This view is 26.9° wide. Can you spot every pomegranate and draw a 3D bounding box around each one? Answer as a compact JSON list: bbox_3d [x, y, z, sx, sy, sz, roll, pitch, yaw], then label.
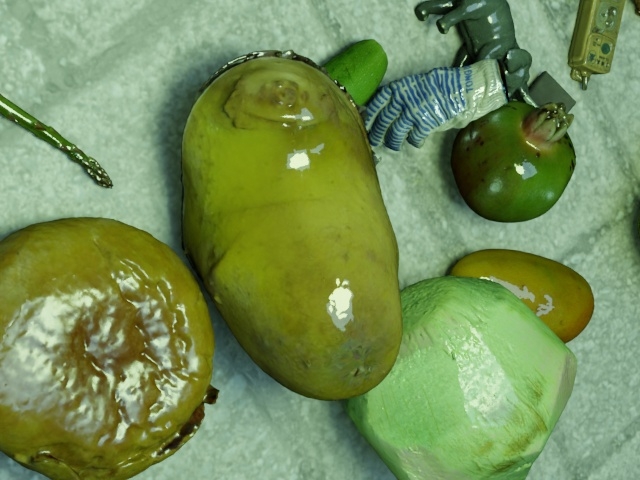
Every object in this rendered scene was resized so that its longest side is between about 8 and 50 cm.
[{"bbox_3d":[0.282,-0.121,1.868,0.180,0.210,0.180,12,61,-22],"label":"pomegranate"}]

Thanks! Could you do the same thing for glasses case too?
[{"bbox_3d":[0.300,-0.162,2.005,0.072,0.042,0.190,44,75,-14],"label":"glasses case"}]

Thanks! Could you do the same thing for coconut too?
[{"bbox_3d":[0.200,0.212,1.857,0.328,0.281,0.328,-4,104,-14],"label":"coconut"}]

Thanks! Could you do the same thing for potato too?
[{"bbox_3d":[0.000,0.000,1.671,0.290,0.296,0.397,-4,120,-26],"label":"potato"}]

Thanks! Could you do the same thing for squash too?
[{"bbox_3d":[-0.009,-0.173,1.817,0.292,0.082,0.082,-44,113,-17],"label":"squash"}]

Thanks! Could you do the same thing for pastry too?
[{"bbox_3d":[-0.293,0.138,1.656,0.356,0.164,0.356,-3,96,-25],"label":"pastry"}]

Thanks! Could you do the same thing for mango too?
[{"bbox_3d":[0.299,0.087,1.990,0.253,0.113,0.138,17,87,-26],"label":"mango"}]

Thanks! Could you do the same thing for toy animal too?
[{"bbox_3d":[0.241,-0.261,1.935,0.137,0.082,0.269,-37,106,-17],"label":"toy animal"}]

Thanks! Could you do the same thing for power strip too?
[{"bbox_3d":[0.437,-0.379,2.053,0.064,0.044,0.305,13,89,-29],"label":"power strip"}]

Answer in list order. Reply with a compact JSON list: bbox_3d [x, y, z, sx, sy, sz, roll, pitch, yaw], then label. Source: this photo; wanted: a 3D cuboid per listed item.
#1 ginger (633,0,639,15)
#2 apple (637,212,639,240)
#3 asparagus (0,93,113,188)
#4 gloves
[{"bbox_3d":[0.539,-0.383,2.092,0.162,0.073,0.103,1,94,-35],"label":"ginger"},{"bbox_3d":[0.630,-0.039,2.056,0.254,0.292,0.292,30,80,1],"label":"apple"},{"bbox_3d":[-0.355,-0.139,1.671,0.248,0.024,0.025,36,121,-26],"label":"asparagus"},{"bbox_3d":[0.151,-0.191,1.850,0.097,0.229,0.119,47,28,-40],"label":"gloves"}]
